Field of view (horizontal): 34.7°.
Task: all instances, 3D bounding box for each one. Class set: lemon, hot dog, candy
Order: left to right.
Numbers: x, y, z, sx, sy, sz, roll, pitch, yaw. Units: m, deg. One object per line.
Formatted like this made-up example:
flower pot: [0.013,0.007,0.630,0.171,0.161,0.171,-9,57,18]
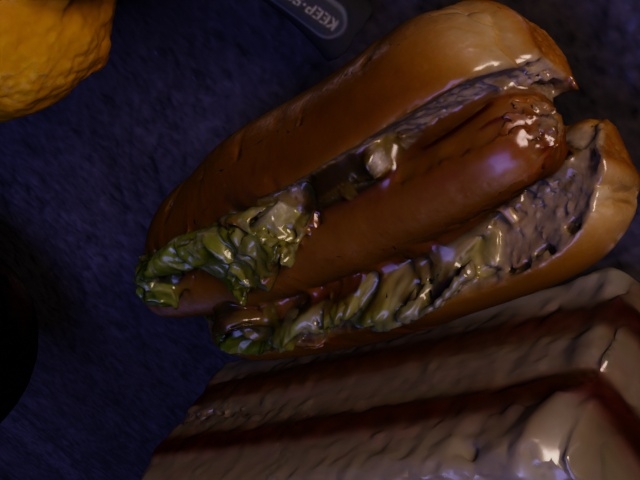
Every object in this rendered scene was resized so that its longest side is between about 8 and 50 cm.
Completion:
lemon: [-0.173,-0.125,0.489,0.187,0.142,0.142,12,140,53]
hot dog: [0.000,0.000,0.512,0.135,0.100,0.337,47,144,-15]
candy: [0.065,0.143,0.561,0.321,0.135,0.179,-18,116,41]

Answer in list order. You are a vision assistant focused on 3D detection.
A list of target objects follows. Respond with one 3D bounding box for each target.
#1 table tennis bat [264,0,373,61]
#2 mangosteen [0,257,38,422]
table tennis bat: [-0.073,-0.152,0.402,0.236,0.150,0.027,35,-169,-27]
mangosteen: [-0.349,0.061,0.836,0.250,0.211,0.211,53,158,36]
